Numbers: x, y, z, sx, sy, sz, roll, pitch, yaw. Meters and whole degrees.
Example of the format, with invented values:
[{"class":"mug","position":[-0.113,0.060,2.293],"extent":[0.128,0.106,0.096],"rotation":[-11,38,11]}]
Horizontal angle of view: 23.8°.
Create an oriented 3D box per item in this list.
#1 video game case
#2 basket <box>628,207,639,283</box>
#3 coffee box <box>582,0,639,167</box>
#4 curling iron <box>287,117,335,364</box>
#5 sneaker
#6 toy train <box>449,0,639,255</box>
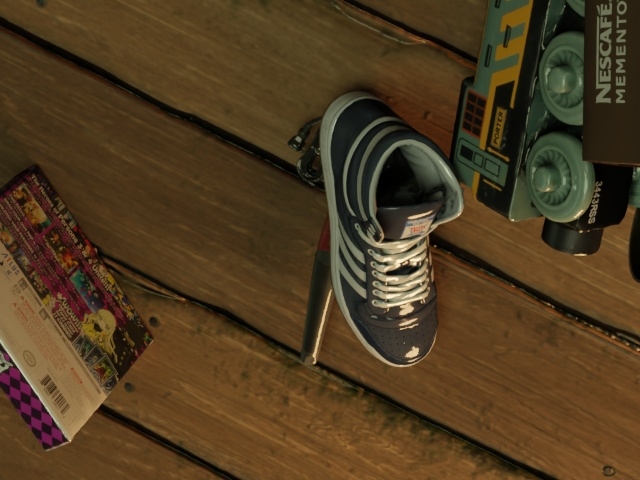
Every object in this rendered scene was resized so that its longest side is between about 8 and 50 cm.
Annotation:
[{"class":"video game case","position":[-0.282,0.063,1.538],"extent":[0.042,0.210,0.232],"rotation":[-25,105,28]},{"class":"basket","position":[0.401,0.003,1.299],"extent":[0.227,0.204,0.154],"rotation":[25,128,-6]},{"class":"coffee box","position":[0.350,-0.140,1.150],"extent":[0.119,0.297,0.168],"rotation":[11,102,60]},{"class":"curling iron","position":[0.000,0.000,1.510],"extent":[0.068,0.035,0.274],"rotation":[12,118,18]},{"class":"sneaker","position":[0.074,0.011,1.409],"extent":[0.099,0.153,0.282],"rotation":[-19,113,-15]},{"class":"toy train","position":[0.210,-0.158,1.282],"extent":[0.190,0.142,0.333],"rotation":[34,126,46]}]
